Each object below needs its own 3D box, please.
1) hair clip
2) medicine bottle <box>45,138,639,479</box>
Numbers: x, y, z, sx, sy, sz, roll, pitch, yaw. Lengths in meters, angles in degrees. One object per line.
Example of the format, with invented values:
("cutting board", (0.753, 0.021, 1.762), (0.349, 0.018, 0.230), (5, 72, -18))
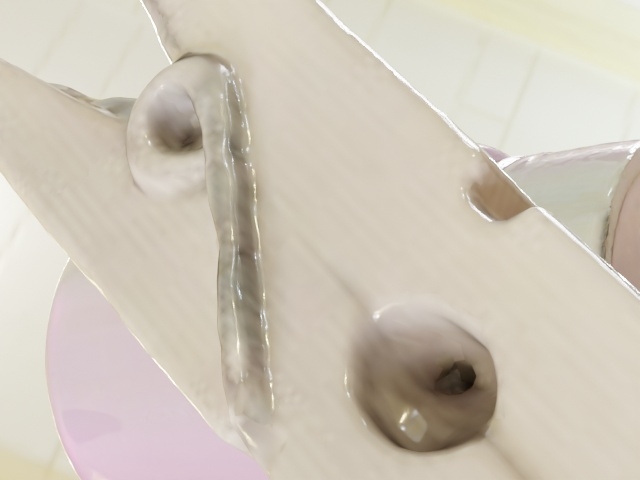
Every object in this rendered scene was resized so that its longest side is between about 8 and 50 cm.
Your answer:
("hair clip", (0.003, 0.003, 0.468), (0.101, 0.331, 0.085), (-46, -44, 0))
("medicine bottle", (0.028, 0.041, 0.735), (0.152, 0.254, 0.152), (15, -108, -53))
